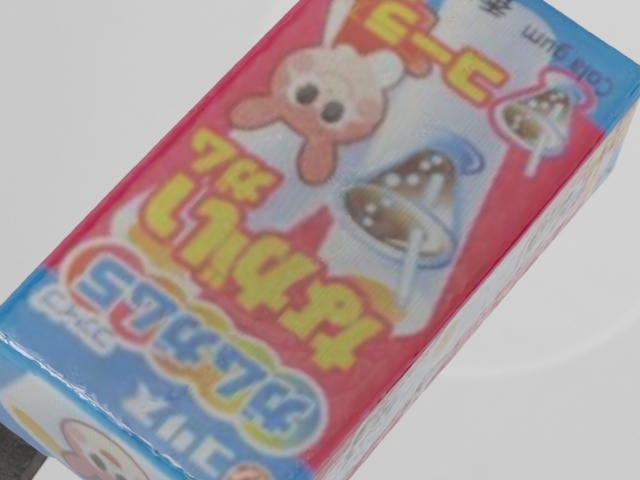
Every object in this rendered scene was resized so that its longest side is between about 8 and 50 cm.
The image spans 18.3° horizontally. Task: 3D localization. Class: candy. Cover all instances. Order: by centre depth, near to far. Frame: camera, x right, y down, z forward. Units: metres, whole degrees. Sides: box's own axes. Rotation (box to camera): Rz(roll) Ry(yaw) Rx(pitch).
[{"bbox_3d":[0.000,0.000,0.916,0.157,0.306,0.100,37,156,13],"label":"candy"}]

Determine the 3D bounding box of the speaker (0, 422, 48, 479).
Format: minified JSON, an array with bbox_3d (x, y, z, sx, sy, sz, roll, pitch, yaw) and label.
[{"bbox_3d":[-0.128,0.053,1.104,0.044,0.218,0.082,36,-153,-2],"label":"speaker"}]
